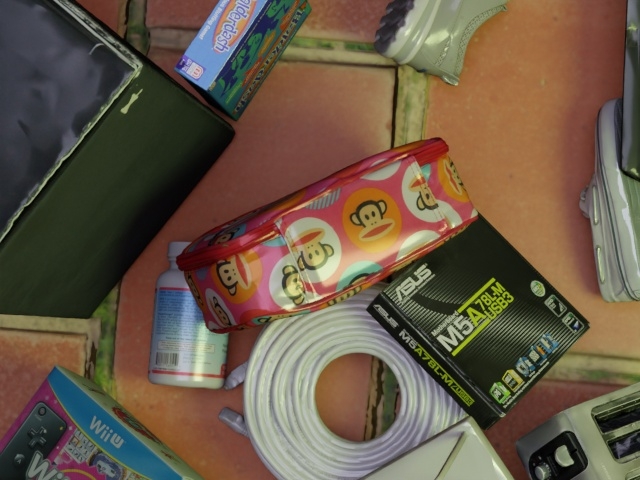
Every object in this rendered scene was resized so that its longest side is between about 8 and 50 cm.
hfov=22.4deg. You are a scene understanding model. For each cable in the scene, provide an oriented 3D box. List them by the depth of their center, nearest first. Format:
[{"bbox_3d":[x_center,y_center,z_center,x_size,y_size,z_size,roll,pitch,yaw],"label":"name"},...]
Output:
[{"bbox_3d":[0.040,0.169,1.782,0.257,0.089,0.257,40,90,8],"label":"cable"}]

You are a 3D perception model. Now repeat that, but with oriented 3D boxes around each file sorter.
[{"bbox_3d":[0.133,0.361,1.626,0.193,0.173,0.278,-33,92,22],"label":"file sorter"}]

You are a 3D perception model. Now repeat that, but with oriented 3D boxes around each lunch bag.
[{"bbox_3d":[0.000,0.000,1.722,0.293,0.258,0.120,-25,92,-19],"label":"lunch bag"}]

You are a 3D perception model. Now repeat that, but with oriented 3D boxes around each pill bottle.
[{"bbox_3d":[-0.144,0.084,1.810,0.087,0.087,0.160,4,85,6],"label":"pill bottle"}]

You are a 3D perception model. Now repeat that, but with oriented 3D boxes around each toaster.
[{"bbox_3d":[0.326,0.248,1.703,0.185,0.110,0.168,-15,70,-29],"label":"toaster"}]

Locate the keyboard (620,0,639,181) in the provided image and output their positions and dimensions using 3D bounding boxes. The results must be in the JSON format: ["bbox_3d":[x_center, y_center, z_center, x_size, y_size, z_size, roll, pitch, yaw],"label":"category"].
[{"bbox_3d":[0.421,-0.210,1.762,0.201,0.033,0.317,4,87,-22],"label":"keyboard"}]

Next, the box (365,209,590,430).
[{"bbox_3d":[0.173,0.083,1.746,0.184,0.045,0.190,48,50,6],"label":"box"}]

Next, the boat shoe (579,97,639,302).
[{"bbox_3d":[0.318,-0.042,1.776,0.075,0.083,0.226,-16,72,40],"label":"boat shoe"}]

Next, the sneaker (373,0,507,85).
[{"bbox_3d":[0.170,-0.305,1.823,0.115,0.105,0.281,32,87,-22],"label":"sneaker"}]

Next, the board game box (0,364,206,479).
[{"bbox_3d":[-0.288,0.324,1.763,0.224,0.097,0.303,35,88,30],"label":"board game box"}]

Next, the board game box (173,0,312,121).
[{"bbox_3d":[-0.081,-0.222,1.768,0.047,0.210,0.160,33,90,7],"label":"board game box"}]

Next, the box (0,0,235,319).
[{"bbox_3d":[-0.386,-0.175,1.662,0.471,0.480,0.297,38,91,8],"label":"box"}]
